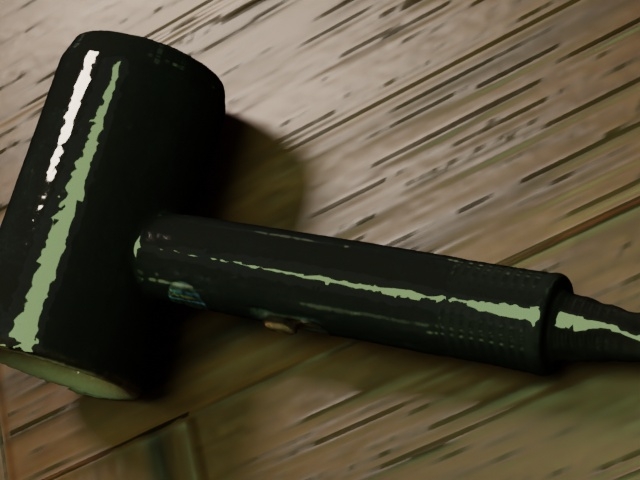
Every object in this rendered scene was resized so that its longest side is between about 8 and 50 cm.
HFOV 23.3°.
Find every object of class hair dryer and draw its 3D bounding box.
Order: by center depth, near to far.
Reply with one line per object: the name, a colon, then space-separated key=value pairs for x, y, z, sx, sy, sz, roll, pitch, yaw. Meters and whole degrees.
hair dryer: x=0.000 y=0.000 z=0.541 sx=0.255 sy=0.070 sz=0.128 roll=7 pitch=74 yaw=25
